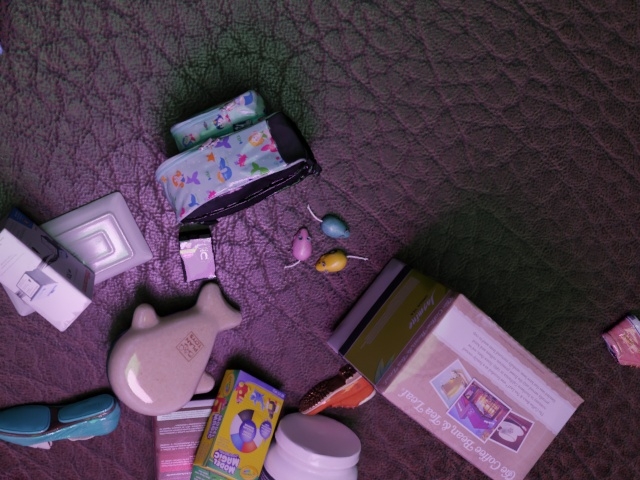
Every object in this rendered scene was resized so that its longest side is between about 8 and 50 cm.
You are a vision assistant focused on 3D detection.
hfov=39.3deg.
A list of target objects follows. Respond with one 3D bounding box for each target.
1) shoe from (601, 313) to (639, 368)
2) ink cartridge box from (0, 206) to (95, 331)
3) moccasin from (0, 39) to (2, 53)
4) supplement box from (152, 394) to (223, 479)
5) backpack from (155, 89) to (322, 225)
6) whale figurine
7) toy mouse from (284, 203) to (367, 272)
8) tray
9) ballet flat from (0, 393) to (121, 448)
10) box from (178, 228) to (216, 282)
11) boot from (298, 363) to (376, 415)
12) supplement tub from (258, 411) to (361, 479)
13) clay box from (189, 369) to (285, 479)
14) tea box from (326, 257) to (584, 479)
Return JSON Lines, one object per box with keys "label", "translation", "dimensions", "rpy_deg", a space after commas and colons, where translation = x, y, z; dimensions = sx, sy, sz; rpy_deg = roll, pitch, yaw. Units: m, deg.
{"label": "shoe", "translation": [0.661, 0.243, 1.880], "dimensions": [0.081, 0.063, 0.178], "rpy_deg": [-34, 105, 4]}
{"label": "ink cartridge box", "translation": [-0.485, 0.048, 1.536], "dimensions": [0.082, 0.139, 0.191], "rpy_deg": [-45, 111, 5]}
{"label": "moccasin", "translation": [-0.585, -0.317, 1.448], "dimensions": [0.117, 0.137, 0.342], "rpy_deg": [38, 113, -23]}
{"label": "supplement box", "translation": [-0.254, 0.426, 1.730], "dimensions": [0.130, 0.073, 0.239], "rpy_deg": [-3, 86, -9]}
{"label": "backpack", "translation": [-0.154, -0.133, 1.525], "dimensions": [0.253, 0.225, 0.191], "rpy_deg": [-31, 89, 6]}
{"label": "whale figurine", "translation": [-0.278, 0.198, 1.679], "dimensions": [0.272, 0.141, 0.216], "rpy_deg": [-46, 111, -19]}
{"label": "toy mouse", "translation": [0.000, 0.000, 1.694], "dimensions": [0.161, 0.031, 0.143], "rpy_deg": [-17, 111, -4]}
{"label": "tray", "translation": [-0.456, 0.030, 1.626], "dimensions": [0.270, 0.030, 0.145], "rpy_deg": [-24, 112, -1]}
{"label": "ballet flat", "translation": [-0.501, 0.357, 1.705], "dimensions": [0.247, 0.083, 0.087], "rpy_deg": [-9, 124, -5]}
{"label": "box", "translation": [-0.227, 0.028, 1.653], "dimensions": [0.062, 0.052, 0.083], "rpy_deg": [-7, 110, -6]}
{"label": "boot", "translation": [0.036, 0.317, 1.797], "dimensions": [0.158, 0.059, 0.084], "rpy_deg": [-31, 116, 0]}
{"label": "supplement tub", "translation": [-0.037, 0.500, 1.774], "dimensions": [0.191, 0.191, 0.272], "rpy_deg": [13, 106, -14]}
{"label": "clay box", "translation": [-0.156, 0.372, 1.704], "dimensions": [0.127, 0.053, 0.222], "rpy_deg": [35, 61, -35]}
{"label": "tea box", "translation": [0.235, 0.236, 1.646], "dimensions": [0.329, 0.323, 0.220], "rpy_deg": [39, 88, -20]}
